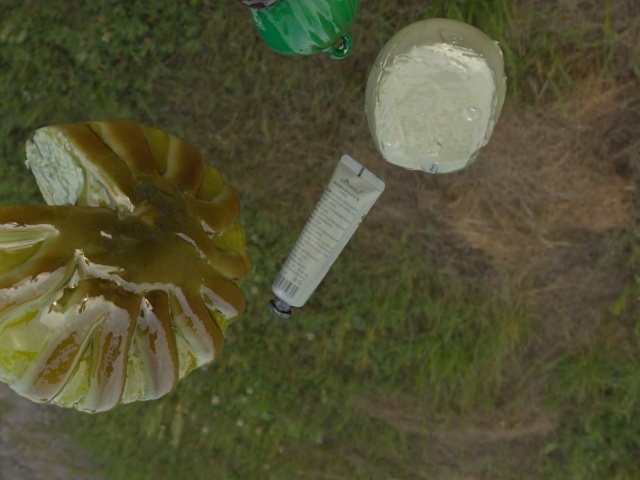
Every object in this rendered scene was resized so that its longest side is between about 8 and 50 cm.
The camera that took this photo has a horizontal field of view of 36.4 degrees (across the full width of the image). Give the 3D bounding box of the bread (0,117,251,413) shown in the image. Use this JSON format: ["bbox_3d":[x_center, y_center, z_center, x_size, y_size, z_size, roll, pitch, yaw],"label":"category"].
[{"bbox_3d":[-0.209,0.015,0.983,0.333,0.333,0.160,29,144,-19],"label":"bread"}]

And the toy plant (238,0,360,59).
[{"bbox_3d":[-0.015,-0.232,0.798,0.105,0.143,0.200,36,176,43],"label":"toy plant"}]

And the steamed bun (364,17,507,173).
[{"bbox_3d":[0.095,-0.127,0.820,0.113,0.091,0.129,11,124,2],"label":"steamed bun"}]

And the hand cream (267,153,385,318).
[{"bbox_3d":[0.000,0.000,1.316,0.080,0.234,0.050,38,-166,26],"label":"hand cream"}]
